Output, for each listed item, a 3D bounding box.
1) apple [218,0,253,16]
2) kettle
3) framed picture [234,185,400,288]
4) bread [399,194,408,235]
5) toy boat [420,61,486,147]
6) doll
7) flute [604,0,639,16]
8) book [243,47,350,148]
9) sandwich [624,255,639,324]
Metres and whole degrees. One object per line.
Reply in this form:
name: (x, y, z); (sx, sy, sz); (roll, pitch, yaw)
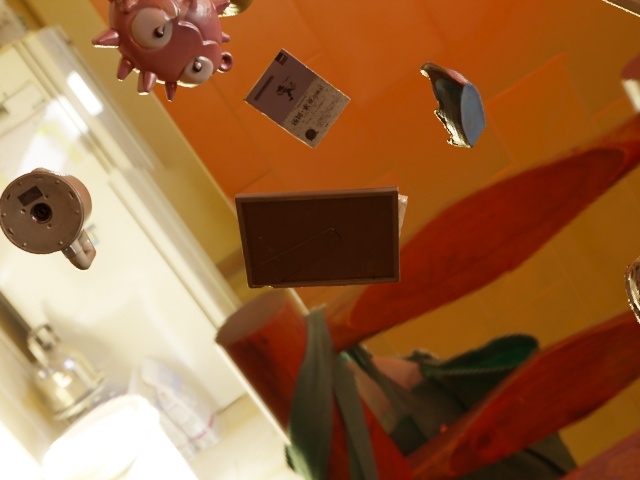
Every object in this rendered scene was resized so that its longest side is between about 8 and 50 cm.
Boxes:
apple: (-0.215, -0.553, 1.868); (0.200, 0.200, 0.200); (-30, 19, 11)
kettle: (-0.324, -0.032, 1.120); (0.098, 0.127, 0.148); (-62, 10, 1)
framed picture: (0.000, 0.000, 1.643); (0.289, 0.211, 0.020); (-3, 36, 3)
bread: (0.123, -0.003, 1.721); (0.077, 0.105, 0.152); (-3, -37, -41)
toy boat: (0.216, -0.225, 1.481); (0.077, 0.185, 0.075); (24, 76, 29)
doll: (-0.235, -0.317, 1.320); (0.093, 0.262, 0.211); (13, 71, 53)
flute: (0.306, -0.204, 0.815); (0.027, 0.027, 0.233); (-40, 54, -17)
book: (-0.044, -0.276, 1.766); (0.127, 0.181, 0.014); (-52, 25, 9)
sandwich: (0.456, -0.017, 0.997); (0.254, 0.099, 0.288); (-3, 60, 0)
